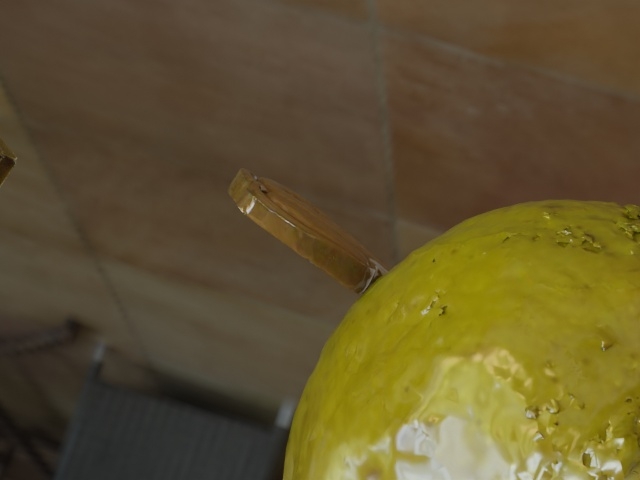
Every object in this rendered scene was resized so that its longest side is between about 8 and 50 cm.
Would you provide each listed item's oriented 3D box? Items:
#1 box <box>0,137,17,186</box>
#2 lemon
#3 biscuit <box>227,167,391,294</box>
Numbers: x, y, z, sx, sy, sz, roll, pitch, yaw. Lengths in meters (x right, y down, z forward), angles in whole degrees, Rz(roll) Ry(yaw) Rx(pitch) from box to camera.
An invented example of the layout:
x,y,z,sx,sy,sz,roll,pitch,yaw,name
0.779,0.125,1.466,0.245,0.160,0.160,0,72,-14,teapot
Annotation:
x,y,z,sx,sy,sz,roll,pitch,yaw,name
-0.204,-0.012,0.894,0.023,0.133,0.090,23,-161,-48,box
0.105,0.124,0.878,0.258,0.258,0.310,22,122,-9,lemon
0.001,-0.001,1.039,0.118,0.023,0.140,35,-177,-14,biscuit
